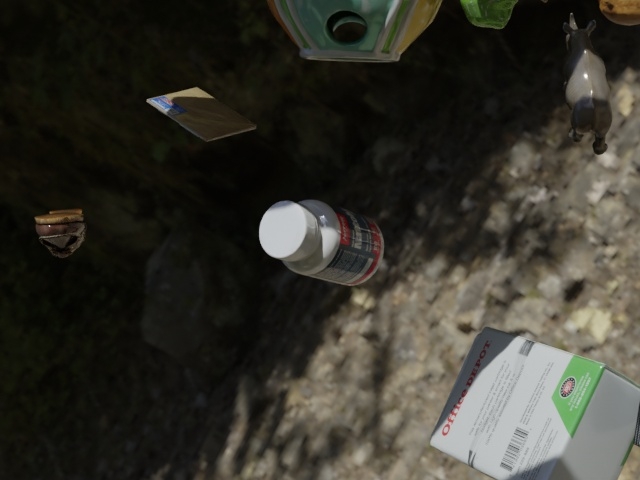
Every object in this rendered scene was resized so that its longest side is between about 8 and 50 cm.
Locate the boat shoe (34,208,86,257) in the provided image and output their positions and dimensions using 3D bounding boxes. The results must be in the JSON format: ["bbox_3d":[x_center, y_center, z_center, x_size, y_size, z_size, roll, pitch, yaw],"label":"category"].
[{"bbox_3d":[-0.393,-0.010,1.929,0.207,0.073,0.073,-124,33,-86],"label":"boat shoe"}]

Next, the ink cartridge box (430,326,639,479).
[{"bbox_3d":[0.318,0.265,1.851,0.289,0.121,0.211,17,79,62],"label":"ink cartridge box"}]

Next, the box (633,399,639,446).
[{"bbox_3d":[0.520,0.136,1.695,0.060,0.216,0.270,26,128,38],"label":"box"}]

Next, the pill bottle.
[{"bbox_3d":[0.000,0.000,1.776,0.108,0.180,0.108,-8,77,34],"label":"pill bottle"}]

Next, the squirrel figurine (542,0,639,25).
[{"bbox_3d":[0.359,-0.416,1.543,0.281,0.370,0.397,97,179,-46],"label":"squirrel figurine"}]

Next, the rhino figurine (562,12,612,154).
[{"bbox_3d":[0.432,-0.269,2.057,0.106,0.073,0.243,71,-166,-67],"label":"rhino figurine"}]

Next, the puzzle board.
[{"bbox_3d":[-0.166,-0.175,1.753,0.128,0.096,0.011,34,127,31],"label":"puzzle board"}]

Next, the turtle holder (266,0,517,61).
[{"bbox_3d":[0.076,-0.352,1.674,0.243,0.320,0.227,-165,77,-69],"label":"turtle holder"}]
